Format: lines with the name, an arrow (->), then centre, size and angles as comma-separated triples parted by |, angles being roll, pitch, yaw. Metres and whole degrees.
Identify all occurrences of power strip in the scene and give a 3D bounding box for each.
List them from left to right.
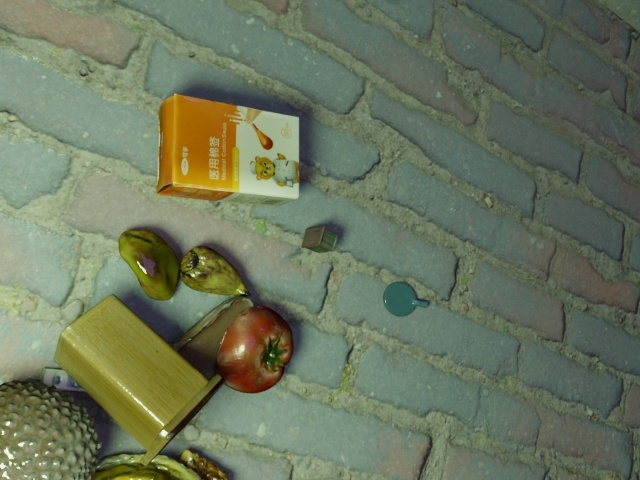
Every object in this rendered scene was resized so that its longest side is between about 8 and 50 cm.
power strip -> -0.539, 0.307, 1.476 | 0.191, 0.030, 0.048 | 11, 76, -29

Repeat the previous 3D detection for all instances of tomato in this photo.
tomato -> -0.144, 0.270, 1.635 | 0.225, 0.085, 0.225 | -16, 114, -42

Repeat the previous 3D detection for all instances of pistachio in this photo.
pistachio -> -0.388, 0.051, 1.566 | 0.110, 0.100, 0.189 | -33, 98, -27

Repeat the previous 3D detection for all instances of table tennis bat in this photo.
table tennis bat -> 0.249, 0.175, 1.973 | 0.155, 0.019, 0.100 | 12, 76, -27

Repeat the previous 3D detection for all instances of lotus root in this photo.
lotus root -> -0.257, 0.087, 1.649 | 0.190, 0.094, 0.108 | 33, 88, -31

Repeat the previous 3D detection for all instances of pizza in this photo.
pizza -> -0.261, 0.626, 1.544 | 0.161, 0.085, 0.305 | -14, 85, -21

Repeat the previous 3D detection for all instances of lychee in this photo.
lychee -> -0.576, 0.419, 1.288 | 0.300, 0.300, 0.300 | 5, 79, -30

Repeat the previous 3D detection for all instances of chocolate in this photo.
chocolate -> -0.260, 0.237, 1.618 | 0.261, 0.083, 0.161 | -37, 128, -33

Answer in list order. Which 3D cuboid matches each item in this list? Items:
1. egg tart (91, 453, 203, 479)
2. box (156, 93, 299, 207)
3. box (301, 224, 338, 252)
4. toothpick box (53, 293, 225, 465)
egg tart -> -0.382, 0.611, 1.368 | 0.387, 0.169, 0.388 | 3, 55, -5
box -> -0.231, -0.213, 1.679 | 0.341, 0.143, 0.225 | 5, 79, -31
box -> 0.000, 0.000, 1.817 | 0.063, 0.084, 0.060 | 27, 69, -30
toothpick box -> -0.393, 0.284, 1.426 | 0.308, 0.190, 0.187 | 42, 48, 5
